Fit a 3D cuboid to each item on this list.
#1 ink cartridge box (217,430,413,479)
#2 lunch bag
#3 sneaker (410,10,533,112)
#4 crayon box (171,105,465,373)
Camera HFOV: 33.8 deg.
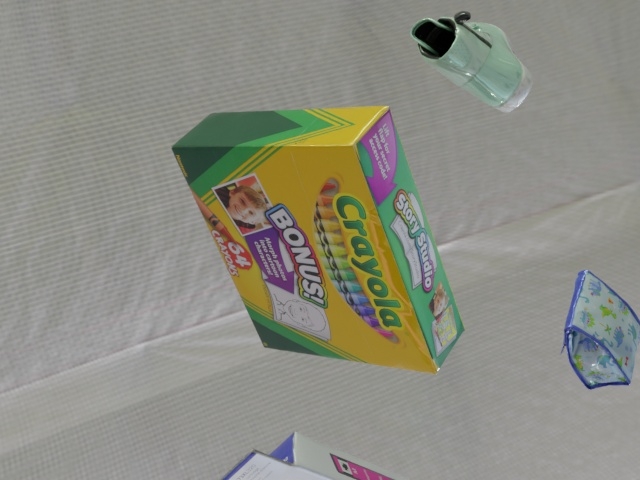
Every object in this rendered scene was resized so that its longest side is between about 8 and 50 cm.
[{"bbox_3d":[-0.012,0.312,1.158,0.176,0.069,0.371,-44,-45,17],"label":"ink cartridge box"},{"bbox_3d":[0.438,0.142,1.678,0.151,0.096,0.129,53,-137,-28],"label":"lunch bag"},{"bbox_3d":[0.184,-0.273,1.430,0.151,0.256,0.094,31,-75,-23],"label":"sneaker"},{"bbox_3d":[0.000,0.000,1.445,0.106,0.313,0.363,-47,-53,-37],"label":"crayon box"}]
